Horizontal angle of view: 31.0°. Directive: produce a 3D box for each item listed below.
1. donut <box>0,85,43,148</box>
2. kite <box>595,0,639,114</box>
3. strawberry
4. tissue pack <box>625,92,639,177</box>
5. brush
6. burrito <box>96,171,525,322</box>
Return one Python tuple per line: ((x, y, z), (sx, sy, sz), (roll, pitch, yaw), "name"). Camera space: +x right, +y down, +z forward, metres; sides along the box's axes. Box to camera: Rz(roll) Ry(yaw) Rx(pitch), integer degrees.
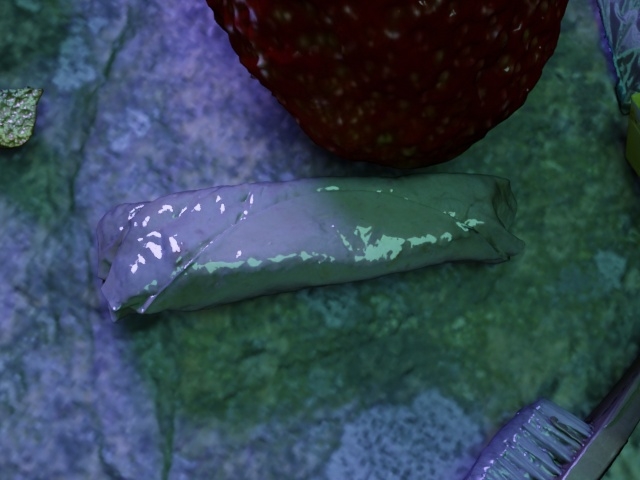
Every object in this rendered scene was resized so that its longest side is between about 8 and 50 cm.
((-0.216, -0.073, 0.692), (0.083, 0.067, 0.038), (-5, 96, -45), "donut")
((0.295, -0.253, 0.803), (0.406, 0.014, 0.368), (28, 90, 13), "kite")
((0.036, -0.178, 0.686), (0.257, 0.257, 0.277), (-12, 97, -13), "strawberry")
((0.302, -0.069, 0.758), (0.176, 0.062, 0.095), (-17, 50, -6), "tissue pack")
((0.177, 0.096, 0.731), (0.065, 0.070, 0.327), (40, 72, 11), "brush")
((0.000, 0.000, 0.717), (0.275, 0.059, 0.082), (-5, 64, -12), "burrito")
